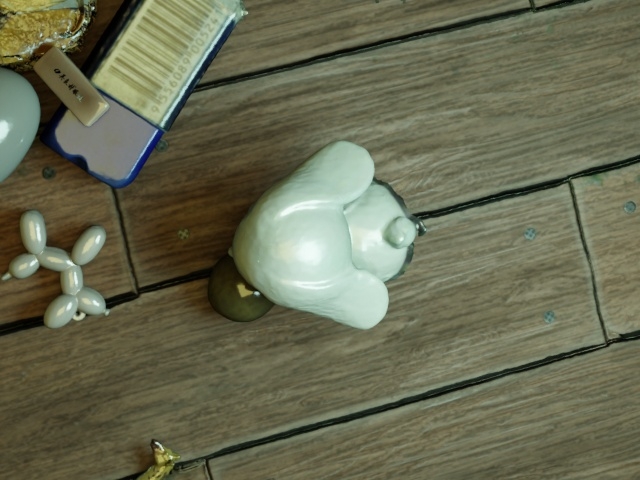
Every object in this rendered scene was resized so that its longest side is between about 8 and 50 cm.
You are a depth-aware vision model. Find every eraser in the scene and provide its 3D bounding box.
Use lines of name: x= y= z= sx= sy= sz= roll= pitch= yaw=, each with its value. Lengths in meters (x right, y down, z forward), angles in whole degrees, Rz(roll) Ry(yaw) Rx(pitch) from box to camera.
eraser: x=-0.249 y=-0.241 z=1.902 sx=0.155 sy=0.101 sz=0.332 roll=33 pitch=89 yaw=-10

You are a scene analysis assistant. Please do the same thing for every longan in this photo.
longan: x=-0.108 y=0.060 z=1.948 sx=0.106 sy=0.106 sz=0.119 roll=20 pitch=75 yaw=-10

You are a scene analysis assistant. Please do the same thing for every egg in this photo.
egg: x=-0.491 y=-0.148 z=1.827 sx=0.232 sy=0.176 sz=0.176 roll=-38 pitch=99 yaw=-9

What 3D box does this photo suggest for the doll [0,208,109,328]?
doll: x=-0.371 y=0.047 z=1.919 sx=0.161 sy=0.059 sz=0.160 roll=15 pitch=91 yaw=-11

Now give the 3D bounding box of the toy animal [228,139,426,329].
toy animal: x=0.014 y=0.010 z=1.885 sx=0.289 sy=0.174 sz=0.249 roll=-40 pitch=108 yaw=-36

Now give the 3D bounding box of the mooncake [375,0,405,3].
mooncake: x=0.255 y=-0.407 z=2.000 sx=0.346 sy=0.057 sz=0.150 roll=6 pitch=80 yaw=-7

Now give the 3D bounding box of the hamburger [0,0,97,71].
hamburger: x=-0.424 y=-0.345 z=1.864 sx=0.231 sy=0.107 sz=0.231 roll=0 pitch=89 yaw=-11

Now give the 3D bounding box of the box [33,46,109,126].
box: x=-0.340 y=-0.210 z=1.831 sx=0.048 sy=0.025 sz=0.115 roll=-41 pitch=85 yaw=1

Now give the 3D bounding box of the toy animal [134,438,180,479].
toy animal: x=-0.323 y=0.395 z=1.952 sx=0.275 sy=0.054 sz=0.149 roll=-19 pitch=93 yaw=-6
